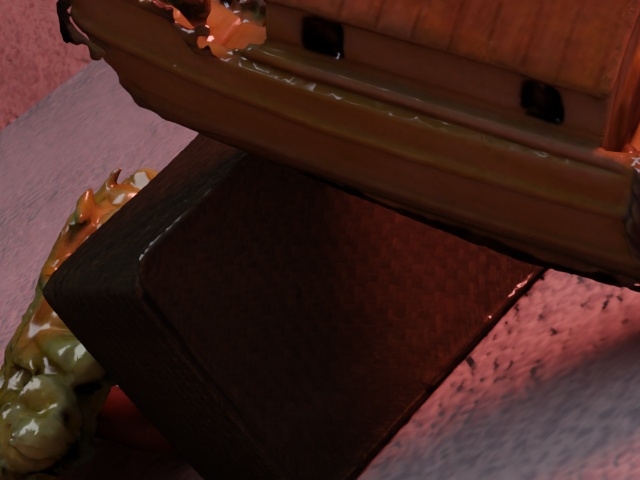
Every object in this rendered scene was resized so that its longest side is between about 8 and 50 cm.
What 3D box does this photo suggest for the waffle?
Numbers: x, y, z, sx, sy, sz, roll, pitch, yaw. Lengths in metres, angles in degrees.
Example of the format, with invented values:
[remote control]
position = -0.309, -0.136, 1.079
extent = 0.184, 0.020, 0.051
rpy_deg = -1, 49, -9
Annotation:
[waffle]
position = -0.193, 0.106, 1.255
extent = 0.297, 0.073, 0.317
rpy_deg = -52, 15, 44

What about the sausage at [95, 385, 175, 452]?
[sausage]
position = -0.131, 0.123, 1.307
extent = 0.176, 0.047, 0.040
rpy_deg = 1, 80, 63

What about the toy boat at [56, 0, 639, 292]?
[toy boat]
position = 0.091, -0.088, 0.935
extent = 0.445, 0.162, 0.136
rpy_deg = 21, 44, 17

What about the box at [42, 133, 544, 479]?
[box]
position = 0.001, 0.000, 1.119
extent = 0.273, 0.184, 0.143
rpy_deg = -45, 20, -22
